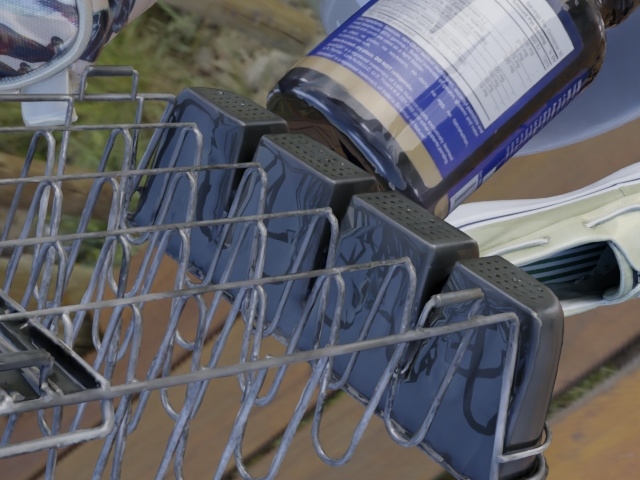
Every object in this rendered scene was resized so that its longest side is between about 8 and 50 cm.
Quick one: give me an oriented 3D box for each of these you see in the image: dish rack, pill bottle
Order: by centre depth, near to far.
[{"bbox_3d":[-0.071,0.012,0.483,0.208,0.271,0.074,33,117,39],"label":"dish rack"},{"bbox_3d":[0.085,-0.107,0.914,0.219,0.123,0.123,-42,67,-18],"label":"pill bottle"}]

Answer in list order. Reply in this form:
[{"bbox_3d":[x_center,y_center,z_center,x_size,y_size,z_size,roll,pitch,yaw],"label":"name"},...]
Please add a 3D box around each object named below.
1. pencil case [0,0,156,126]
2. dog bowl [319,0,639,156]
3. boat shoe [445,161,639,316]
[{"bbox_3d":[-0.124,-0.231,1.064,0.160,0.410,0.184,-1,116,28],"label":"pencil case"},{"bbox_3d":[0.177,-0.176,1.329,0.348,0.349,0.102,-21,67,20],"label":"dog bowl"},{"bbox_3d":[0.220,0.012,1.213,0.302,0.109,0.094,-12,35,-11],"label":"boat shoe"}]
